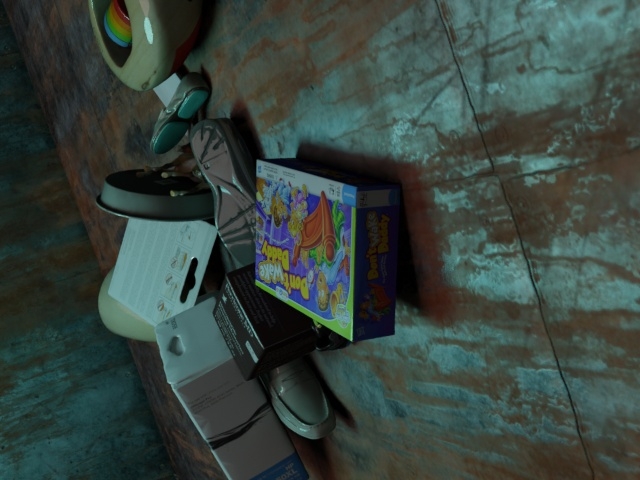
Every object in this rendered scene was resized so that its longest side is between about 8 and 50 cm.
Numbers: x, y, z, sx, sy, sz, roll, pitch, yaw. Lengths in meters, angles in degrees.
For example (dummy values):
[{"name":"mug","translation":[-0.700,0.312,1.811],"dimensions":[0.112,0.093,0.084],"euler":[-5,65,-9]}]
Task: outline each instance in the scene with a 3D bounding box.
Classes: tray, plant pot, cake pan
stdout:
[{"name":"tray","translation":[-0.356,-0.377,1.948],"dimensions":[0.270,0.030,0.145],"euler":[53,152,32]},{"name":"plant pot","translation":[-0.458,0.193,2.409],"dimensions":[0.274,0.256,0.256],"euler":[16,125,43]},{"name":"cake pan","translation":[-0.348,-0.106,1.853],"dimensions":[0.293,0.293,0.054],"euler":[31,120,55]}]

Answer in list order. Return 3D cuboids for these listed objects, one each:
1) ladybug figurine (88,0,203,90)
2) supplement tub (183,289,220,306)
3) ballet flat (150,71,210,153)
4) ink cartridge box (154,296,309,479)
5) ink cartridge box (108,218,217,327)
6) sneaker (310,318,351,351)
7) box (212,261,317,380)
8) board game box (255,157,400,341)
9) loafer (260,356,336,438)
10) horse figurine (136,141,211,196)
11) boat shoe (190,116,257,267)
[{"name":"ladybug figurine","translation":[-0.357,-0.471,1.706],"dimensions":[0.449,0.162,0.305],"euler":[-8,103,65]},{"name":"supplement tub","translation":[-0.277,0.242,2.140],"dimensions":[0.200,0.144,0.144],"euler":[67,156,5]},{"name":"ballet flat","translation":[-0.311,-0.279,1.816],"dimensions":[0.213,0.072,0.068],"euler":[-47,57,32]},{"name":"ink cartridge box","translation":[-0.205,0.368,1.902],"dimensions":[0.395,0.166,0.285],"euler":[65,172,-28]},{"name":"ink cartridge box","translation":[-0.389,0.061,2.161],"dimensions":[0.385,0.091,0.308],"euler":[24,98,44]},{"name":"sneaker","translation":[0.024,0.137,1.491],"dimensions":[0.067,0.078,0.188],"euler":[52,149,36]},{"name":"box","translation":[-0.094,0.145,1.640],"dimensions":[0.168,0.167,0.203],"euler":[61,155,18]},{"name":"board game box","translation":[0.000,0.000,1.364],"dimensions":[0.347,0.078,0.233],"euler":[22,114,59]},{"name":"loafer","translation":[-0.070,0.298,1.784],"dimensions":[0.319,0.112,0.111],"euler":[42,153,48]},{"name":"horse figurine","translation":[-0.281,-0.153,1.814],"dimensions":[0.263,0.174,0.066],"euler":[23,123,50]},{"name":"boat shoe","translation":[-0.161,-0.096,1.686],"dimensions":[0.118,0.103,0.320],"euler":[-21,94,27]}]
